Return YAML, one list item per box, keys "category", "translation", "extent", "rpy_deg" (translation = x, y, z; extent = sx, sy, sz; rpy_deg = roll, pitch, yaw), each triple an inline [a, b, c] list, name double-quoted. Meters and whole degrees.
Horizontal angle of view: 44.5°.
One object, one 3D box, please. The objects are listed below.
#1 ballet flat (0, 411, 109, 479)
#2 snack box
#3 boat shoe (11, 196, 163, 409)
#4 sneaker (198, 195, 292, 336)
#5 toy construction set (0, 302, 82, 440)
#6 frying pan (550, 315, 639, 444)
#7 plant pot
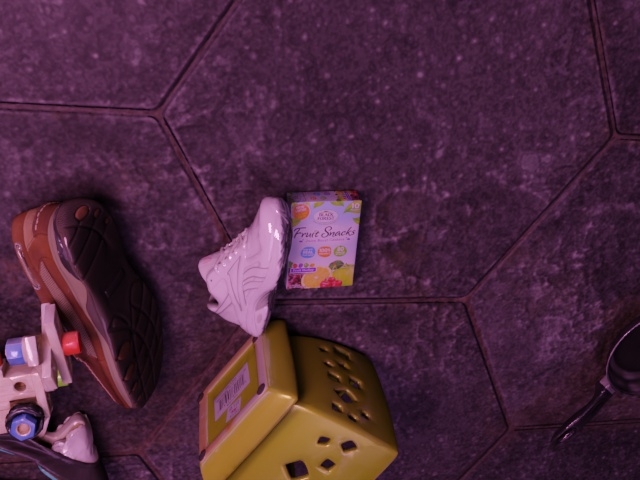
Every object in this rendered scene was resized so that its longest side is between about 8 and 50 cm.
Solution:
- category: "ballet flat"
  translation: [-0.400, 0.285, 1.136]
  extent: [0.280, 0.095, 0.096]
  rpy_deg: [39, 92, -31]
- category: "snack box"
  translation: [0.000, 0.000, 1.103]
  extent: [0.100, 0.037, 0.141]
  rpy_deg: [-3, 121, -14]
- category: "boat shoe"
  translation: [-0.305, 0.084, 1.037]
  extent: [0.120, 0.122, 0.324]
  rpy_deg: [0, 123, 20]
- category: "sneaker"
  translation: [-0.106, 0.033, 1.053]
  extent: [0.115, 0.090, 0.232]
  rpy_deg: [17, 126, -2]
- category: "toy construction set"
  translation: [-0.446, 0.158, 0.978]
  extent: [0.327, 0.151, 0.215]
  rpy_deg: [-3, 110, 4]
- category: "frying pan"
  translation: [0.560, 0.247, 1.398]
  extent: [0.197, 0.053, 0.326]
  rpy_deg: [15, 117, -23]
- category: "plant pot"
  translation: [-0.050, 0.265, 1.146]
  extent: [0.207, 0.227, 0.228]
  rpy_deg: [34, 108, -22]
